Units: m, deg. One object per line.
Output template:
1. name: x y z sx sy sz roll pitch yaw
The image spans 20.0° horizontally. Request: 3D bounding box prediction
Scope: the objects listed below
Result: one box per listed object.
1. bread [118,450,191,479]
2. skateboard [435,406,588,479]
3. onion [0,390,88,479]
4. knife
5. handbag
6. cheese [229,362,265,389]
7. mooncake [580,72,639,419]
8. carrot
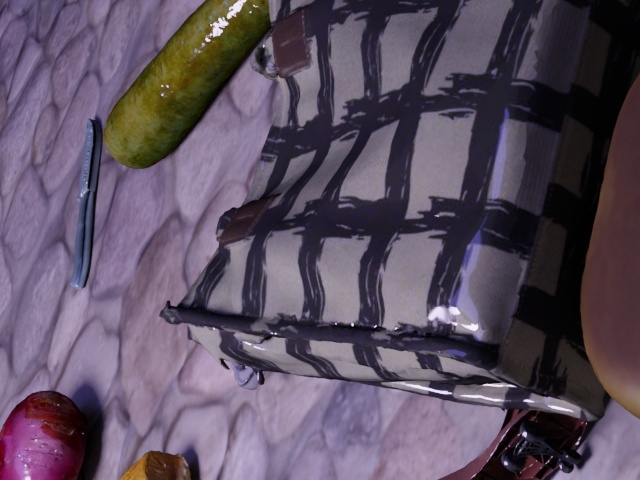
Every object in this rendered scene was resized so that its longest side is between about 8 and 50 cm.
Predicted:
1. bread: -0.159 0.241 1.589 0.132 0.053 0.074 -50 32 35
2. skateboard: 0.117 0.141 1.172 0.151 0.067 0.080 -51 25 25
3. onion: -0.304 0.212 1.765 0.150 0.140 0.150 -161 90 -78
4. knife: -0.251 -0.043 1.940 0.028 0.015 0.210 -39 42 53
5. handbag: 0.068 -0.057 1.183 0.327 0.162 0.325 2 70 45
6. cheese: 0.000 0.000 1.424 0.286 0.082 0.163 -63 30 22
7. mooncake: 0.247 -0.006 0.956 0.235 0.117 0.235 -31 51 48
8. carrot: -0.095 -0.188 1.699 0.358 0.074 0.074 -44 39 37
